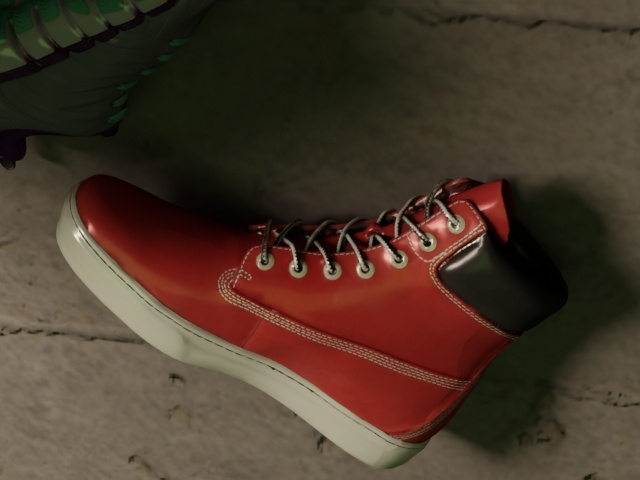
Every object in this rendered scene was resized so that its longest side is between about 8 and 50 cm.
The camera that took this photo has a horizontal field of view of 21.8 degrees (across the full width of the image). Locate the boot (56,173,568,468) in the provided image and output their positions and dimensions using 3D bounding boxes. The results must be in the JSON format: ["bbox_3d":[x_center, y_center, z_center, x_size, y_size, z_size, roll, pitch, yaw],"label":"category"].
[{"bbox_3d":[0.000,0.000,0.865,0.244,0.088,0.176,30,123,-16],"label":"boot"}]

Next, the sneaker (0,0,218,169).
[{"bbox_3d":[-0.103,-0.105,0.841,0.223,0.083,0.098,-18,136,28],"label":"sneaker"}]
